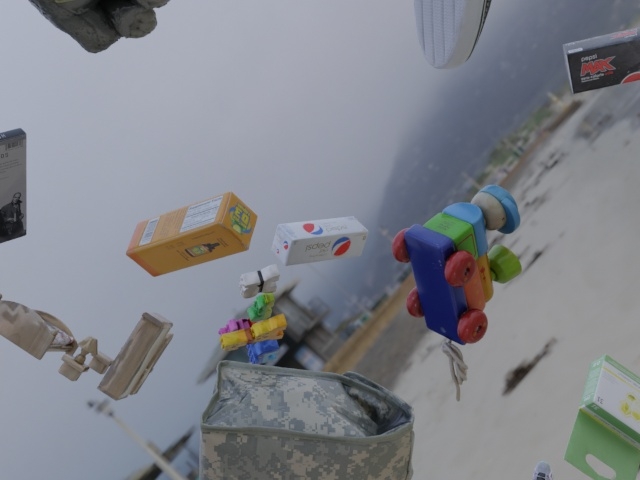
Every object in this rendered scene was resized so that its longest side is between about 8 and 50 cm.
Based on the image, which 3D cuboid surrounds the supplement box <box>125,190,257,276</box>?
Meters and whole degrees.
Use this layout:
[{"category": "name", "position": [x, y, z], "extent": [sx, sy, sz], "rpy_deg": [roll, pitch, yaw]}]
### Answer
[{"category": "supplement box", "position": [-0.220, -0.008, 1.772], "extent": [0.233, 0.078, 0.080], "rpy_deg": [-14, 45, 37]}]

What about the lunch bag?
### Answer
[{"category": "lunch bag", "position": [-0.014, 0.305, 1.415], "extent": [0.169, 0.287, 0.235], "rpy_deg": [-77, -8, -61]}]

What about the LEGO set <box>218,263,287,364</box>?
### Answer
[{"category": "LEGO set", "position": [-0.111, 0.130, 1.545], "extent": [0.093, 0.087, 0.227], "rpy_deg": [-12, -25, -17]}]

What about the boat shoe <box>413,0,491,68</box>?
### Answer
[{"category": "boat shoe", "position": [0.207, -0.388, 1.351], "extent": [0.119, 0.121, 0.335], "rpy_deg": [-7, -65, -31]}]

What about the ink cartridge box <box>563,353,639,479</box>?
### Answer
[{"category": "ink cartridge box", "position": [0.578, 0.363, 2.028], "extent": [0.056, 0.171, 0.235], "rpy_deg": [-44, 14, 51]}]

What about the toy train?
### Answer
[{"category": "toy train", "position": [0.186, 0.062, 1.258], "extent": [0.143, 0.105, 0.248], "rpy_deg": [-37, -51, -25]}]

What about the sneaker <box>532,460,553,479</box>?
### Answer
[{"category": "sneaker", "position": [0.399, 0.449, 1.892], "extent": [0.069, 0.038, 0.098], "rpy_deg": [40, -125, -66]}]

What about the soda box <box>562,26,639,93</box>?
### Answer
[{"category": "soda box", "position": [0.405, -0.241, 1.355], "extent": [0.169, 0.060, 0.053], "rpy_deg": [-11, 23, 13]}]

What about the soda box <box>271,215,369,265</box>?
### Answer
[{"category": "soda box", "position": [0.000, 0.000, 2.368], "extent": [0.216, 0.069, 0.074], "rpy_deg": [-7, -53, -35]}]

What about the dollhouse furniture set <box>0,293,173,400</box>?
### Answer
[{"category": "dollhouse furniture set", "position": [-0.484, 0.141, 2.032], "extent": [0.174, 0.355, 0.303], "rpy_deg": [-57, -4, -4]}]

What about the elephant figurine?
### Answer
[{"category": "elephant figurine", "position": [-0.268, -0.336, 1.175], "extent": [0.169, 0.239, 0.186], "rpy_deg": [-28, -37, 4]}]

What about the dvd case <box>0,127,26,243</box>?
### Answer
[{"category": "dvd case", "position": [-0.605, -0.078, 1.843], "extent": [0.179, 0.029, 0.239], "rpy_deg": [-21, -39, -34]}]
